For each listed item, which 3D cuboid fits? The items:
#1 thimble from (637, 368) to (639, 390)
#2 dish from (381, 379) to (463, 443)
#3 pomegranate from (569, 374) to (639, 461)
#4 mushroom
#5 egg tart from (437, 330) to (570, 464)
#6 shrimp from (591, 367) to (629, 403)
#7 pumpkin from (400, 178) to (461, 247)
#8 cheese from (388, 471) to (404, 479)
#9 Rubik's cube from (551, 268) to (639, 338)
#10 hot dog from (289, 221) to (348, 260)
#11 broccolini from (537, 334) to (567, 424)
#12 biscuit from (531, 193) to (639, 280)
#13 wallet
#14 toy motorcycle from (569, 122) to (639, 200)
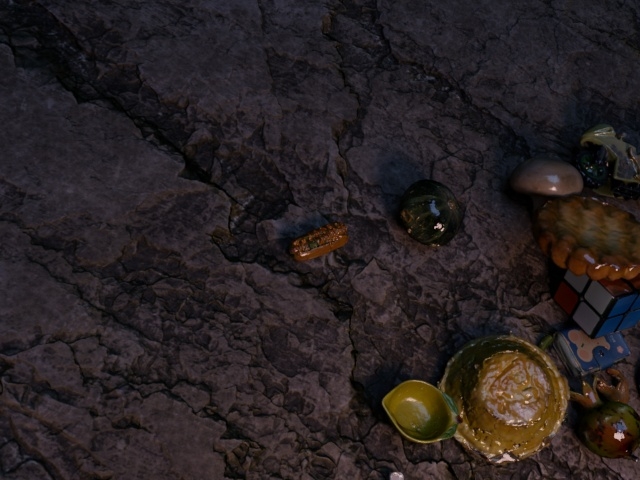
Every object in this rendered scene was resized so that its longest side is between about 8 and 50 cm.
[{"bbox_3d":[1.007,0.412,1.823,0.237,0.150,0.237,7,65,-16],"label":"thimble"},{"bbox_3d":[0.232,0.417,1.583,0.208,0.080,0.148,18,59,-9],"label":"dish"},{"bbox_3d":[0.730,0.458,1.698,0.156,0.156,0.220,-24,80,-27],"label":"pomegranate"},{"bbox_3d":[0.674,-0.155,1.976,0.206,0.209,0.206,-9,35,7],"label":"mushroom"},{"bbox_3d":[0.457,0.377,1.627,0.341,0.132,0.341,2,65,-5],"label":"egg tart"},{"bbox_3d":[0.796,0.389,1.800,0.162,0.045,0.095,37,77,-22],"label":"shrimp"},{"bbox_3d":[0.300,-0.075,1.805,0.190,0.146,0.190,32,34,-26],"label":"pumpkin"},{"bbox_3d":[0.176,0.647,1.469,0.127,0.054,0.251,7,63,-20],"label":"cheese"},{"bbox_3d":[0.787,0.141,1.832,0.183,0.167,0.180,-11,44,-26],"label":"Rubik's cube"},{"bbox_3d":[0.000,0.000,1.715,0.188,0.055,0.072,-24,74,-27],"label":"hot dog"},{"bbox_3d":[0.613,0.376,1.756,0.123,0.062,0.271,28,58,-12],"label":"broccolini"},{"bbox_3d":[0.727,-0.002,1.781,0.326,0.107,0.325,4,40,-3],"label":"biscuit"},{"bbox_3d":[0.753,0.296,1.840,0.202,0.059,0.141,-12,63,-26],"label":"wallet"},{"bbox_3d":[0.972,-0.236,2.118,0.410,0.169,0.237,15,67,-19],"label":"toy motorcycle"}]
